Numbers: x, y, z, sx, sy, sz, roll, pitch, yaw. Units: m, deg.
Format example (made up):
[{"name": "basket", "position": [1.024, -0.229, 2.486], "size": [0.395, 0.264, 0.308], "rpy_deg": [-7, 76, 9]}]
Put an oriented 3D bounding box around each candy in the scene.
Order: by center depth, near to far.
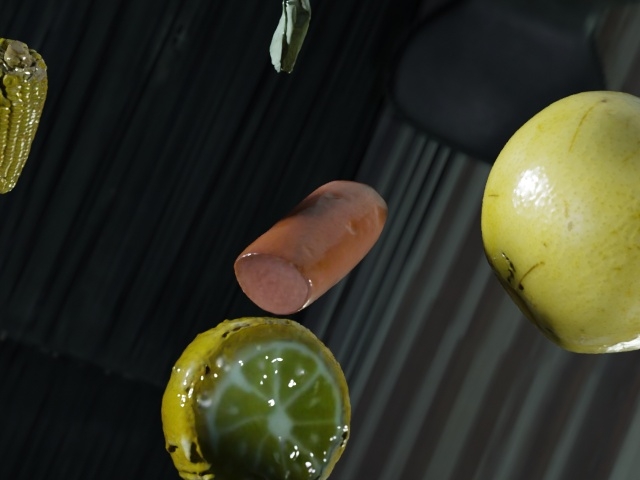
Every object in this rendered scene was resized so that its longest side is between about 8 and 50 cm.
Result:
[{"name": "candy", "position": [-0.082, 0.224, 1.903], "size": [0.260, 0.260, 0.118], "rpy_deg": [26, 163, -27]}]

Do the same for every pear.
[{"name": "pear", "position": [0.374, -0.023, 1.914], "size": [0.348, 0.348, 0.348], "rpy_deg": [23, 175, 2]}]

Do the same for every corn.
[{"name": "corn", "position": [-0.405, -0.157, 1.860], "size": [0.097, 0.097, 0.262], "rpy_deg": [24, 138, -2]}]

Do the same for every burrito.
[{"name": "burrito", "position": [-0.041, -0.304, 2.078], "size": [0.044, 0.118, 0.074], "rpy_deg": [10, -144, -16]}]

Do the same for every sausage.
[{"name": "sausage", "position": [0.000, 0.000, 1.862], "size": [0.113, 0.114, 0.259], "rpy_deg": [21, -146, 21]}]
